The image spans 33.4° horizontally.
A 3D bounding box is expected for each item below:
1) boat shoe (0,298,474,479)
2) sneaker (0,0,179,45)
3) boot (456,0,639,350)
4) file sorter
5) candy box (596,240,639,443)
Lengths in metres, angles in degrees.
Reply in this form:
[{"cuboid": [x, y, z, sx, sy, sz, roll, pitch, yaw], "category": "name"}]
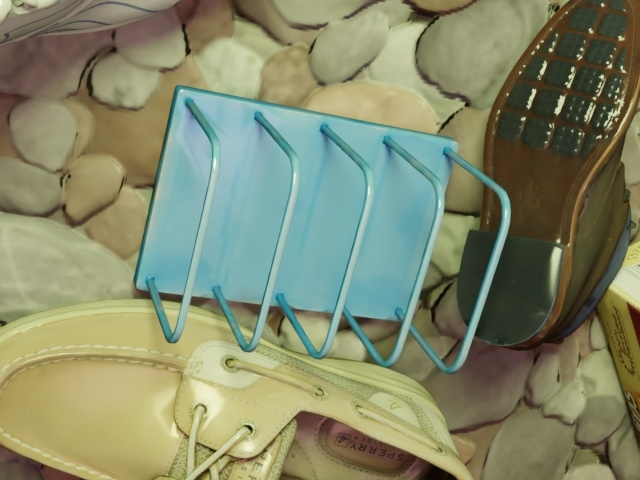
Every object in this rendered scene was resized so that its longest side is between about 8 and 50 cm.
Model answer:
[{"cuboid": [-0.049, 0.112, 0.613, 0.302, 0.098, 0.109, 15, 106, -22], "category": "boat shoe"}, {"cuboid": [-0.142, -0.124, 0.471, 0.297, 0.129, 0.111, -22, 114, -9], "category": "sneaker"}, {"cuboid": [0.147, -0.037, 0.642, 0.106, 0.082, 0.219, 26, 84, -60], "category": "boot"}, {"cuboid": [0.000, 0.000, 0.580, 0.170, 0.104, 0.118, 8, 109, -21], "category": "file sorter"}, {"cuboid": [0.353, 0.035, 0.713, 0.316, 0.087, 0.183, -27, 117, -5], "category": "candy box"}]
